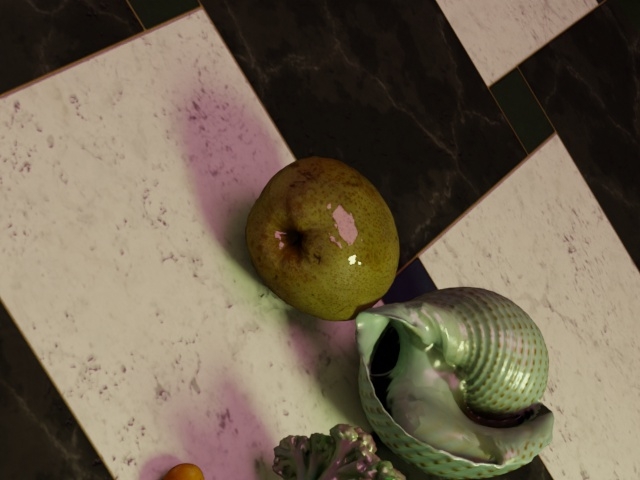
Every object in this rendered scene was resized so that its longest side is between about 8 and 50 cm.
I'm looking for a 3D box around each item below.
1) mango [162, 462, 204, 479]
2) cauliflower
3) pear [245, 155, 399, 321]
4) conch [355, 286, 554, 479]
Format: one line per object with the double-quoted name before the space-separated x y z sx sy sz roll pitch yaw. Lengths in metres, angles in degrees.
"mango" -0.163 0.298 1.802 0.060 0.046 0.089 49 27 -10
"cauliflower" -0.020 0.361 1.834 0.315 0.239 0.256 -1 107 -32
"pear" 0.000 0.000 2.071 0.211 0.188 0.228 -3 72 -55
"conch" 0.170 0.207 2.134 0.319 0.215 0.303 11 54 -18
